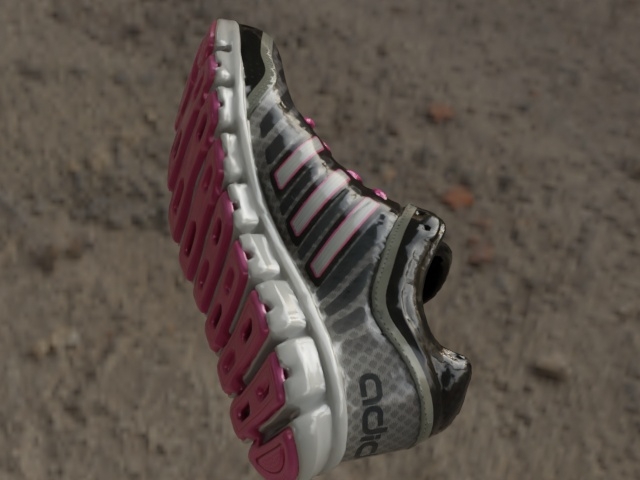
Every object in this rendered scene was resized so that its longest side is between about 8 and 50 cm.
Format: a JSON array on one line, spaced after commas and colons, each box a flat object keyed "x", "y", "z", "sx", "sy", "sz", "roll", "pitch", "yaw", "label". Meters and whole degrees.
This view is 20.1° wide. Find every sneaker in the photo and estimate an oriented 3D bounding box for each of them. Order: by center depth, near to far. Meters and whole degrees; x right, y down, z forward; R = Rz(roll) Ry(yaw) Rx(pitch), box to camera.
[{"x": 0.000, "y": 0.000, "z": 0.567, "sx": 0.074, "sy": 0.063, "sz": 0.170, "roll": -1, "pitch": 50, "yaw": -21, "label": "sneaker"}]
